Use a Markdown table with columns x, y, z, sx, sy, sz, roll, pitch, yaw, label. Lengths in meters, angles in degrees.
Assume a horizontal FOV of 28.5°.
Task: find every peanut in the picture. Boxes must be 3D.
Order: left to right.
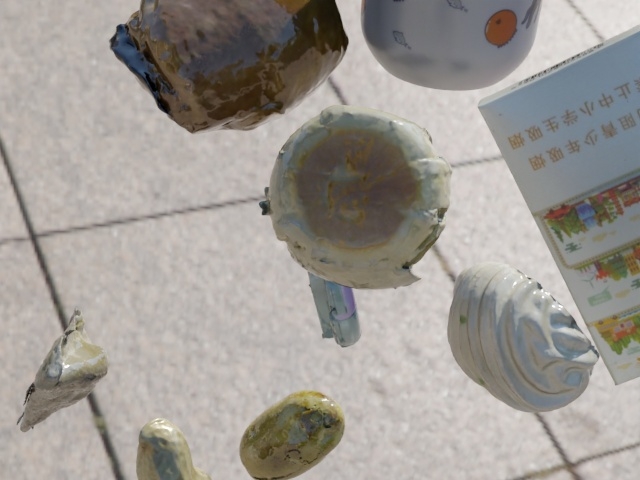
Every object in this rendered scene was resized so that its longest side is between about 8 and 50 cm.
| x | y | z | sx | sy | sz | roll | pitch | yaw | label |
| --- | --- | --- | --- | --- | --- | --- | --- | --- | --- |
| -0.187 | 0.313 | 1.637 | 0.082 | 0.187 | 0.082 | -23 | 23 | 10 | peanut |

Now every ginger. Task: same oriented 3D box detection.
| x | y | z | sx | sy | sz | roll | pitch | yaw | label |
| --- | --- | --- | --- | --- | --- | --- | --- | --- | --- |
| -0.085 | -0.233 | 1.425 | 0.200 | 0.223 | 0.269 | 49 | 12 | -4 | ginger |

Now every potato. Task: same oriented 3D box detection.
| x | y | z | sx | sy | sz | roll | pitch | yaw | label |
| --- | --- | --- | --- | --- | --- | --- | --- | --- | --- |
| -0.041 | 0.278 | 1.788 | 0.107 | 0.170 | 0.080 | 61 | 22 | 6 | potato |

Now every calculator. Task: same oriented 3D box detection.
| x | y | z | sx | sy | sz | roll | pitch | yaw | label |
| --- | --- | --- | --- | --- | --- | --- | --- | --- | --- |
| 0.000 | 0.000 | 1.368 | 0.045 | 0.141 | 0.246 | -13 | 55 | 0 | calculator |

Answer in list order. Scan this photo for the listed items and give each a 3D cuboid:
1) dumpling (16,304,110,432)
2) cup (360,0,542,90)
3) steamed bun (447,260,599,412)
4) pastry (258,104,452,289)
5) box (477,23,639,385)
| x | y | z | sx | sy | sz | roll | pitch | yaw | label |
| --- | --- | --- | --- | --- | --- | --- | --- | --- | --- |
| -0.355 | 0.184 | 1.795 | 0.086 | 0.332 | 0.166 | 33 | 64 | -8 | dumpling |
| 0.152 | -0.339 | 1.393 | 0.212 | 0.317 | 0.212 | 4 | 30 | -2 | cup |
| 0.203 | 0.110 | 1.329 | 0.106 | 0.183 | 0.183 | -43 | 62 | -8 | steamed bun |
| 0.033 | -0.037 | 1.082 | 0.166 | 0.166 | 0.088 | 25 | 3 | 13 | pastry |
| 0.208 | -0.020 | 0.847 | 0.122 | 0.220 | 0.032 | -24 | 11 | 18 | box |
